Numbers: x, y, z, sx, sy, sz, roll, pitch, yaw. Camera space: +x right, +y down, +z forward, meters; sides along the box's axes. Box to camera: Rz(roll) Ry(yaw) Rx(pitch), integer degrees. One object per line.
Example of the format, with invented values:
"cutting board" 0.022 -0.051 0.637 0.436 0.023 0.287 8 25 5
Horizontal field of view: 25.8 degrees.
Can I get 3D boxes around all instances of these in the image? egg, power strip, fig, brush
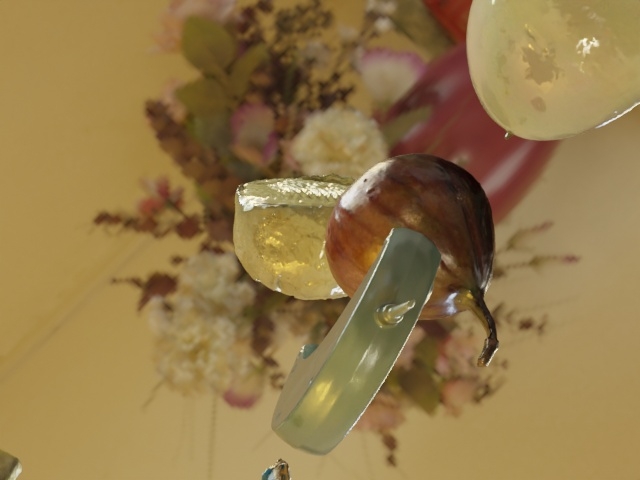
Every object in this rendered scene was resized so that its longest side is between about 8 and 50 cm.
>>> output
"egg" 0.252 -0.235 1.399 0.162 0.271 0.206 44 -175 -31
"power strip" 0.023 0.078 0.989 0.044 0.216 0.137 30 -129 -5
"fig" 0.096 0.001 1.222 0.202 0.149 0.148 11 -155 38
"brush" -0.089 0.359 1.886 0.014 0.164 0.051 9 128 32

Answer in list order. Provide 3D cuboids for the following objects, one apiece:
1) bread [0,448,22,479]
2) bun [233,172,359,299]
"bread" -0.365 0.232 1.079 0.178 0.135 0.240 27 -153 -1
"bun" 0.000 0.000 1.885 0.259 0.152 0.259 4 -168 -1
